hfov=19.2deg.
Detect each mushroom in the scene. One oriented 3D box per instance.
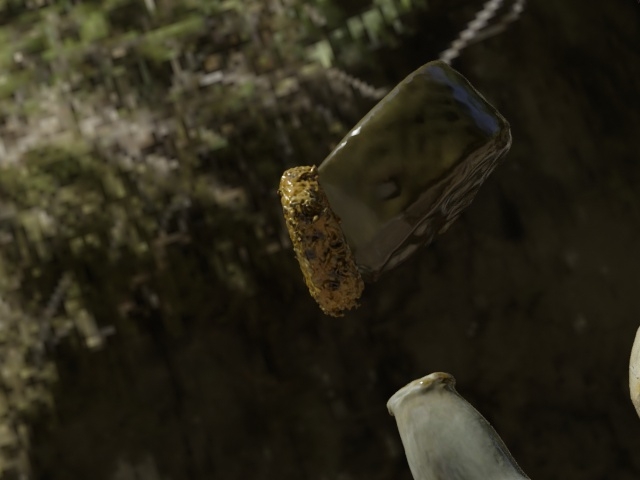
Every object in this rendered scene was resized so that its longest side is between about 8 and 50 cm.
[{"bbox_3d":[0.180,0.259,1.713,0.097,0.351,0.109,-10,-42,-50],"label":"mushroom"}]

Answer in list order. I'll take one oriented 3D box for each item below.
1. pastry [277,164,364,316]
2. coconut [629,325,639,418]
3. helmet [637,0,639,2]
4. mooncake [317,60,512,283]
[{"bbox_3d":[0.000,0.000,1.790,0.056,0.080,0.140,-17,-53,-2],"label":"pastry"},{"bbox_3d":[0.419,0.155,2.015,0.194,0.194,0.194,-17,-19,-6],"label":"coconut"},{"bbox_3d":[0.310,-0.276,1.857,0.057,0.089,0.111,11,9,39],"label":"helmet"},{"bbox_3d":[0.110,-0.079,2.375,0.284,0.155,0.284,-44,-8,-8],"label":"mooncake"}]
